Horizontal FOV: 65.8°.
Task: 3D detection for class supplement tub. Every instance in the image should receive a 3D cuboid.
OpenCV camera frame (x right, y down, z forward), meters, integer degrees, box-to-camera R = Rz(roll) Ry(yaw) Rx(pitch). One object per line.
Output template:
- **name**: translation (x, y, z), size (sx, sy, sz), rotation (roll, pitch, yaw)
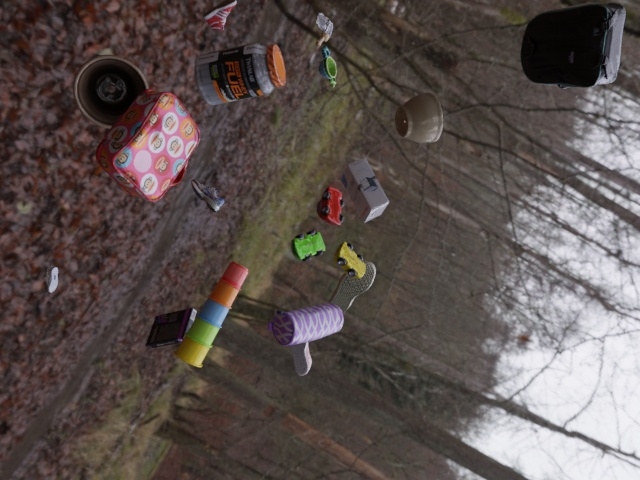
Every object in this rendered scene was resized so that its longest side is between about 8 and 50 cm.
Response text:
- **supplement tub**: translation (-0.304, -0.641, 1.896), size (0.193, 0.315, 0.194), rotation (-8, 90, -77)

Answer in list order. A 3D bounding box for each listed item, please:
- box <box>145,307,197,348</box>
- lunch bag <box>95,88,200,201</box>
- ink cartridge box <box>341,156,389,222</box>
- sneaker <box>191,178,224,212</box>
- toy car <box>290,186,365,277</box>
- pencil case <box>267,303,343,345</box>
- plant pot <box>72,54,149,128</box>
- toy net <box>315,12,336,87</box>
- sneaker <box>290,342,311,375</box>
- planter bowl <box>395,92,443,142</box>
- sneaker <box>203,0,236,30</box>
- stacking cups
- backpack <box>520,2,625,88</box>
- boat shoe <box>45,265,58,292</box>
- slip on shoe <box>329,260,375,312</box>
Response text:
- **box**: translation (-0.489, 0.287, 1.621), size (0.162, 0.029, 0.116), rotation (-13, -135, 22)
- **lunch bag**: translation (-0.488, -0.270, 1.469), size (0.293, 0.120, 0.258), rotation (-60, 148, -20)
- **ink cartridge box**: translation (0.158, -0.180, 1.792), size (0.082, 0.191, 0.140), rotation (-25, 168, -13)
- **sneaker**: translation (-0.367, -0.154, 1.616), size (0.058, 0.135, 0.052), rotation (-41, 173, -20)
- **toy car**: translation (0.000, 0.000, 1.182), size (0.053, 0.239, 0.224), rotation (-20, 179, 41)
- **pencil case**: translation (-0.033, 0.208, 1.239), size (0.088, 0.206, 0.087), rotation (-4, -93, 42)
- **plant pot**: translation (-0.798, -0.571, 1.897), size (0.263, 0.263, 0.229), rotation (-60, -151, 5)
- **toy net**: translation (0.030, -0.627, 1.609), size (0.122, 0.045, 0.233), rotation (9, 78, -58)
- **sneaker**: translation (-0.054, 0.308, 1.378), size (0.070, 0.050, 0.135), rotation (70, 13, -72)
- **planter bowl**: translation (0.311, -0.394, 1.617), size (0.162, 0.109, 0.162), rotation (168, -90, -76)
- **sneaker**: translation (-0.303, -0.708, 1.561), size (0.118, 0.067, 0.042), rotation (-20, -136, 18)
- **stacking cups**: translation (-0.310, 0.215, 1.467), size (0.316, 0.096, 0.096), rotation (-59, -179, -8)
- **backpack**: translation (0.533, -0.411, 1.051), size (0.144, 0.188, 0.166), rotation (-22, 116, -37)
- **boat shoe**: translation (-0.954, 0.135, 1.748), size (0.035, 0.035, 0.100), rotation (-33, 141, -63)
- **slip on shoe**: translation (0.135, 0.186, 2.122), size (0.331, 0.123, 0.101), rotation (-59, -175, 44)
